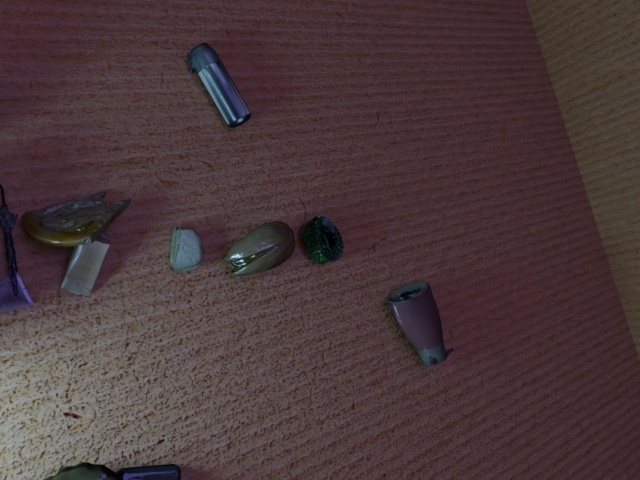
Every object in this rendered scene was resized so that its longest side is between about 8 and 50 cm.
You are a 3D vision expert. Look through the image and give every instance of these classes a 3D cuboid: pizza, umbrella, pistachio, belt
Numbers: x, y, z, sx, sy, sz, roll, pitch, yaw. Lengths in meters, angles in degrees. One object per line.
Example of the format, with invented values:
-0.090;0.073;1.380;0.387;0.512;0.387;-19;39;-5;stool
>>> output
-0.575;-0.059;1.477;0.181;0.034;0.262;30;42;27;pizza
-0.719;-0.005;1.418;0.044;0.044;0.269;5;71;-73;umbrella
-0.167;0.025;1.731;0.226;0.136;0.136;-28;94;-26;pistachio
0.000;0.000;1.893;0.121;0.079;0.151;-49;117;-44;belt

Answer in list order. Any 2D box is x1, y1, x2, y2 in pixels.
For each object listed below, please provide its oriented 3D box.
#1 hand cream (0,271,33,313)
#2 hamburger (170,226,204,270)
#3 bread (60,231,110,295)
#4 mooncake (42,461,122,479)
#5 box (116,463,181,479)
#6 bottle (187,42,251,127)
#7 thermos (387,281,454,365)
-0.732;0.134;1.374;0.142;0.053;0.084;-28;95;-51;hand cream
-0.359;0.027;1.652;0.084;0.054;0.121;16;72;-35;hamburger
-0.582;0.047;1.509;0.077;0.105;0.152;24;97;-28;bread
-0.523;0.601;1.323;0.228;0.124;0.228;3;79;-14;mooncake
-0.413;0.657;1.445;0.160;0.050;0.231;8;73;-32;box
-0.303;-0.455;1.803;0.096;0.079;0.254;-29;97;2;bottle
0.340;0.279;2.019;0.265;0.145;0.176;66;28;-12;thermos
